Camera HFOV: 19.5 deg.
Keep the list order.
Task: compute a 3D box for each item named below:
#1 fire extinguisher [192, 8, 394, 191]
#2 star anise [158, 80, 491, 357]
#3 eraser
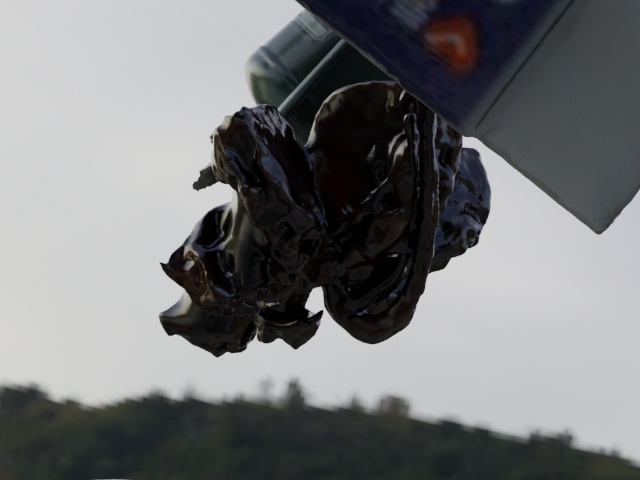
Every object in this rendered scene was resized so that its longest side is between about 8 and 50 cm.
[{"bbox_3d":[0.027,-0.129,1.214,0.093,0.294,0.118,49,1,-8],"label":"fire extinguisher"},{"bbox_3d":[0.000,0.000,1.013,0.190,0.125,0.220,-17,-18,9],"label":"star anise"},{"bbox_3d":[0.044,-0.115,0.567,0.210,0.124,0.068,40,17,6],"label":"eraser"}]
